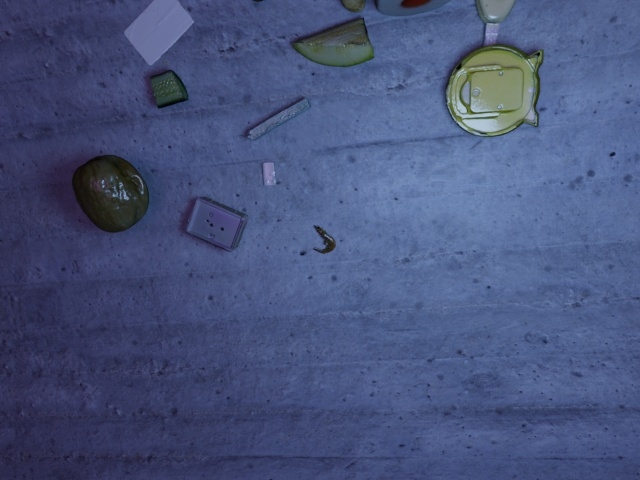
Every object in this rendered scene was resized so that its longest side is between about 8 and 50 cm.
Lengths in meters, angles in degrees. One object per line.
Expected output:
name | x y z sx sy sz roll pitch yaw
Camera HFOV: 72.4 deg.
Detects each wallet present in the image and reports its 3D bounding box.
wallet | -0.186 -0.240 1.580 0.044 0.011 0.083 -2 100 9

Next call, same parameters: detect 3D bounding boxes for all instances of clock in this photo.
clock | 0.547 -0.471 1.394 0.294 0.071 0.276 5 105 8
clock | -0.379 -0.063 1.611 0.192 0.071 0.146 23 103 4

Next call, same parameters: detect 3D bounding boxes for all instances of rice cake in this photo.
rice cake | -0.146 -0.420 1.522 0.246 0.045 0.042 -27 98 12

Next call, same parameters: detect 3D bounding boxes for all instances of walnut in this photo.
walnut | -0.743 -0.169 1.570 0.283 0.227 0.282 5 113 12

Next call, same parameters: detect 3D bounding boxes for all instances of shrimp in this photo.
shrimp | 0.000 0.000 1.591 0.083 0.023 0.114 -39 96 16

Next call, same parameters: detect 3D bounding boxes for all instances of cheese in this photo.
cheese | 0.537 -0.700 1.364 0.127 0.050 0.255 7 101 7

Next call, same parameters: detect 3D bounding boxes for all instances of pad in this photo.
pad | -0.573 -0.753 1.546 0.232 0.004 0.156 -37 93 13

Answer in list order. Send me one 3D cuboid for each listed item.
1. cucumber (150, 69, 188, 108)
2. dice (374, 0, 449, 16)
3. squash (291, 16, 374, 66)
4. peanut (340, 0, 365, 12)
cucumber | -0.536 -0.532 1.553 0.116 0.062 0.116 -14 91 9
dice | 0.273 -0.829 1.277 0.244 0.259 0.250 -5 99 7
squash | 0.040 -0.608 1.427 0.253 0.093 0.169 -15 53 10
peanut | 0.086 -0.852 1.372 0.137 0.122 0.252 -16 102 53
